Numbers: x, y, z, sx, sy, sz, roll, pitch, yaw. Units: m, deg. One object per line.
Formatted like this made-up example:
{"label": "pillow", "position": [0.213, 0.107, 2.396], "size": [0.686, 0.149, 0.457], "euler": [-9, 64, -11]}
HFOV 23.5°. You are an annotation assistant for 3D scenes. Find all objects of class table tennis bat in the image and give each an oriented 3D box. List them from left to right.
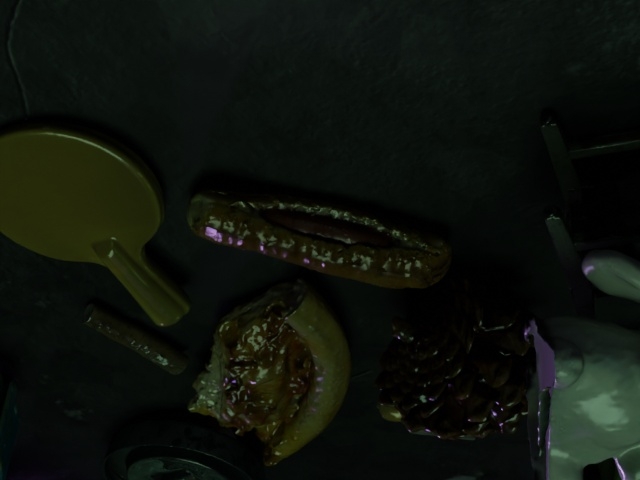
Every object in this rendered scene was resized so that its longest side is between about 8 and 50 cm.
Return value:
{"label": "table tennis bat", "position": [-0.238, -0.011, 1.636], "size": [0.198, 0.050, 0.321], "euler": [-17, 135, 24]}

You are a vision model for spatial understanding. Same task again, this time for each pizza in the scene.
{"label": "pizza", "position": [-0.057, 0.165, 1.830], "size": [0.182, 0.074, 0.365], "euler": [2, 142, -15]}

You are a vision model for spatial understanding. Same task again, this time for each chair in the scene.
{"label": "chair", "position": [0.313, -0.006, 1.546], "size": [0.147, 0.136, 0.270], "euler": [-9, 141, 15]}

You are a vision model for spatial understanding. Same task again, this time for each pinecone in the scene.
{"label": "pinecone", "position": [0.169, 0.134, 1.709], "size": [0.212, 0.169, 0.185], "euler": [4, 156, -45]}

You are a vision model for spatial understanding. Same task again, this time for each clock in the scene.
{"label": "clock", "position": [-0.177, 0.304, 2.017], "size": [0.215, 0.042, 0.215], "euler": [8, 144, 6]}

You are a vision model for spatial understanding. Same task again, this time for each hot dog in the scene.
{"label": "hot dog", "position": [0.000, 0.001, 1.627], "size": [0.289, 0.068, 0.083], "euler": [11, 148, -14]}

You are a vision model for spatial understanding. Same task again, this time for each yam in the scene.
{"label": "yam", "position": [-0.217, 0.115, 1.809], "size": [0.032, 0.032, 0.145], "euler": [-30, 131, 34]}

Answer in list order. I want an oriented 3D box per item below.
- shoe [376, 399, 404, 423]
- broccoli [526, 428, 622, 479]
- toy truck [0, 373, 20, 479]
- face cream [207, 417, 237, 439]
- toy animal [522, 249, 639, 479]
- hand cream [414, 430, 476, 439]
{"label": "shoe", "position": [0.108, 0.187, 1.859], "size": [0.069, 0.072, 0.109], "euler": [-3, -177, -12]}
{"label": "broccoli", "position": [0.384, 0.271, 1.814], "size": [0.294, 0.245, 0.265], "euler": [8, 140, 17]}
{"label": "toy truck", "position": [-0.507, 0.221, 1.845], "size": [0.278, 0.155, 0.156], "euler": [-1, 134, 5]}
{"label": "face cream", "position": [-0.129, 0.256, 1.994], "size": [0.040, 0.021, 0.083], "euler": [-4, 142, 12]}
{"label": "toy animal", "position": [0.320, 0.131, 1.481], "size": [0.289, 0.174, 0.249], "euler": [11, 132, -13]}
{"label": "hand cream", "position": [0.173, 0.207, 1.900], "size": [0.087, 0.054, 0.186], "euler": [7, 149, -8]}
